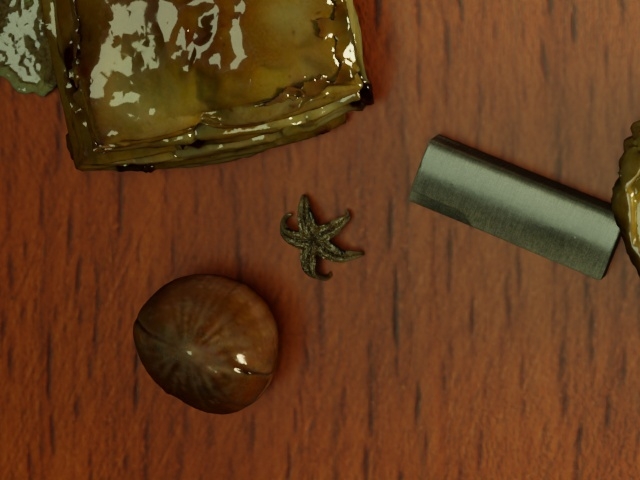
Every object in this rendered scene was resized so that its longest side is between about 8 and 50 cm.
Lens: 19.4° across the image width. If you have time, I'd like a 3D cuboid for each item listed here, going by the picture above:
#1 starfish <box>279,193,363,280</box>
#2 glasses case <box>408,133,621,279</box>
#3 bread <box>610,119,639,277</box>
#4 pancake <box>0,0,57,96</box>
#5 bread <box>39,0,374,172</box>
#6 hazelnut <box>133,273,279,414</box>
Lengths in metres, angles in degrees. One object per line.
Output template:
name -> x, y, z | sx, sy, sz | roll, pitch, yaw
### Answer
starfish -> 0.000, 0.000, 1.884 | 0.091, 0.028, 0.078 | 24, 103, 7
glasses case -> 0.191, -0.033, 1.812 | 0.205, 0.047, 0.071 | 23, 106, 11
bread -> 0.396, -0.048, 1.702 | 0.253, 0.142, 0.227 | -28, 89, 16
pancake -> -0.381, -0.227, 1.957 | 0.288, 0.033, 0.286 | 19, 103, 13
bread -> -0.126, -0.204, 1.807 | 0.324, 0.167, 0.277 | -10, 99, 13
hazelnut -> -0.117, 0.108, 1.876 | 0.150, 0.150, 0.150 | 3, 100, 16
